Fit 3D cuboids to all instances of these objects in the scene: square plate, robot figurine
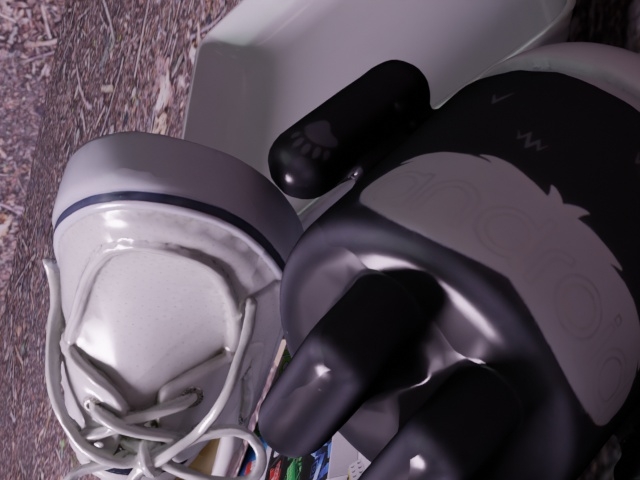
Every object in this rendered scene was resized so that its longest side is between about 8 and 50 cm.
[{"bbox_3d":[0.031,-0.130,1.080,0.347,0.049,0.344,-37,29,28],"label":"square plate"},{"bbox_3d":[0.091,0.020,0.783,0.173,0.278,0.209,1,124,44],"label":"robot figurine"}]

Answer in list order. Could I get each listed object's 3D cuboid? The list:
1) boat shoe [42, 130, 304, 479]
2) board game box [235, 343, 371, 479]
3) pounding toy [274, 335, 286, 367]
[{"bbox_3d":[-0.093,0.085,0.889,0.367,0.135,0.156,105,175,-64],"label":"boat shoe"},{"bbox_3d":[0.047,0.061,0.972,0.193,0.053,0.305,-14,50,58],"label":"board game box"},{"bbox_3d":[0.000,0.000,1.234,0.269,0.155,0.154,22,126,44],"label":"pounding toy"}]
